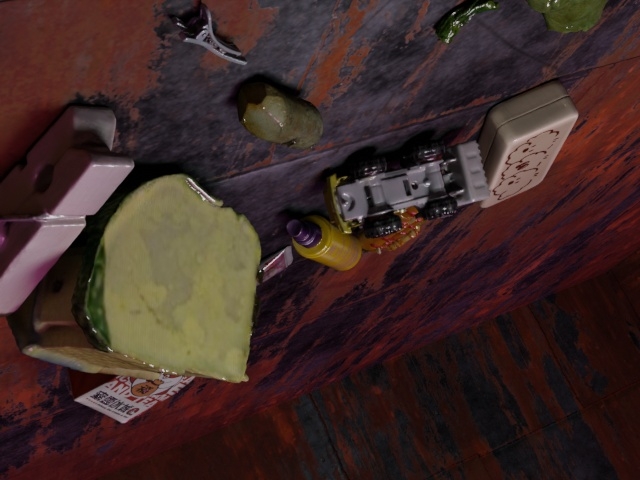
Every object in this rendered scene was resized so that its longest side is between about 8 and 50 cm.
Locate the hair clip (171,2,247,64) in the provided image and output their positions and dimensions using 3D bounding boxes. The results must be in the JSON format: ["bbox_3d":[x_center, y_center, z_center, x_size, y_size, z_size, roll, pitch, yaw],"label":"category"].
[{"bbox_3d":[-0.107,-0.213,1.007,0.039,0.030,0.115,-32,163,16],"label":"hair clip"}]

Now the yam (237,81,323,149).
[{"bbox_3d":[-0.050,-0.152,1.209,0.070,0.069,0.146,-33,163,22],"label":"yam"}]

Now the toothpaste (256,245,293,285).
[{"bbox_3d":[-0.166,0.091,1.822,0.266,0.061,0.096,-30,164,-10],"label":"toothpaste"}]

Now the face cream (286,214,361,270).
[{"bbox_3d":[0.000,0.000,1.727,0.078,0.078,0.273,-30,163,12],"label":"face cream"}]

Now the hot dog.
[{"bbox_3d":[0.157,-0.039,1.849,0.104,0.076,0.250,-13,157,-40],"label":"hot dog"}]

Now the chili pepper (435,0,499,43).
[{"bbox_3d":[0.183,-0.284,1.232,0.091,0.034,0.030,-34,-165,22],"label":"chili pepper"}]

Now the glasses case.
[{"bbox_3d":[0.358,-0.166,1.755,0.144,0.076,0.336,-25,164,-6],"label":"glasses case"}]

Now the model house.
[{"bbox_3d":[-0.271,0.060,1.334,0.266,0.261,0.321,-7,159,36],"label":"model house"}]

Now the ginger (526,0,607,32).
[{"bbox_3d":[0.302,-0.334,1.158,0.137,0.089,0.290,-14,166,27],"label":"ginger"}]

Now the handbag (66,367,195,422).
[{"bbox_3d":[-0.286,0.179,1.691,0.298,0.151,0.171,-29,148,8],"label":"handbag"}]

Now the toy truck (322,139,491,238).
[{"bbox_3d":[0.140,-0.087,1.591,0.286,0.136,0.111,-14,-179,-27],"label":"toy truck"}]

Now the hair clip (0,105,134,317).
[{"bbox_3d":[-0.337,-0.026,1.123,0.085,0.101,0.331,-1,149,-47],"label":"hair clip"}]
